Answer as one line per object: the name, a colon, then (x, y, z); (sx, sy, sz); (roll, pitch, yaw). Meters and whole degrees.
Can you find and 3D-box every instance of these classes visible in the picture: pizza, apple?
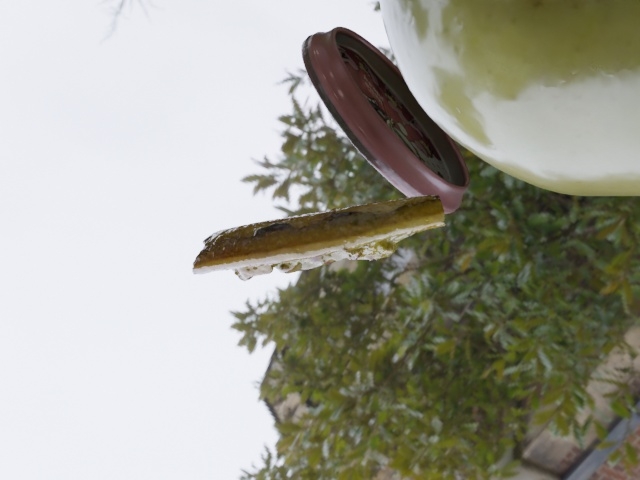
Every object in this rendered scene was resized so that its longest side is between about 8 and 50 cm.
pizza: (0.000, 0.001, 0.555); (0.160, 0.036, 0.099); (-9, 178, 9)
apple: (0.169, -0.142, 0.473); (0.262, 0.262, 0.262); (17, -143, -13)

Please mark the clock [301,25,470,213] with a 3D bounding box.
clock: (0.070, -0.128, 0.940); (0.244, 0.056, 0.244); (42, -156, -23)
